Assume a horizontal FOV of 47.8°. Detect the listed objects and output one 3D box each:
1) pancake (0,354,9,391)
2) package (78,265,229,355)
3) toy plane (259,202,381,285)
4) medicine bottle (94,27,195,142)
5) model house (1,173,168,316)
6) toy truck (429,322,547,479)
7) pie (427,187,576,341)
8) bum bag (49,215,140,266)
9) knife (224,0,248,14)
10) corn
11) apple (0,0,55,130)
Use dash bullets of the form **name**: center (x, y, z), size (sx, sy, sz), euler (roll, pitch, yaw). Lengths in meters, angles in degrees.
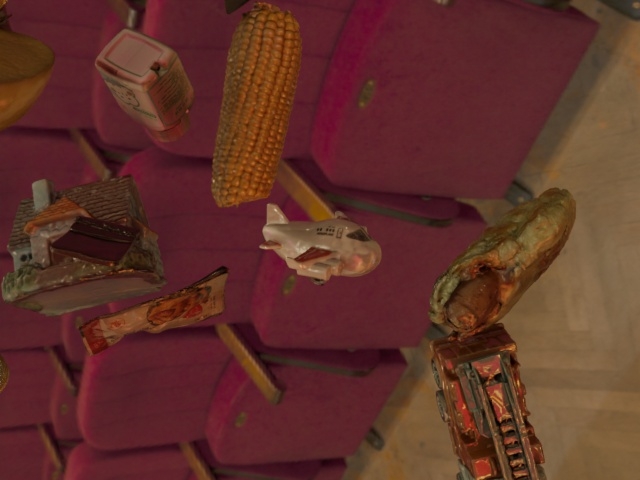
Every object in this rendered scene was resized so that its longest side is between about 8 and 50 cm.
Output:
- **pancake**: center (-0.534, 0.209, 1.116), size (0.017, 0.108, 0.108), euler (79, 165, -69)
- **package**: center (-0.259, 0.116, 1.148), size (0.154, 0.239, 0.030), euler (109, 140, -59)
- **toy plane**: center (0.000, 0.004, 1.431), size (0.252, 0.252, 0.118), euler (32, 127, 43)
- **medicine bottle**: center (-0.278, -0.247, 1.203), size (0.119, 0.094, 0.188), euler (28, 161, 19)
- **model house**: center (-0.588, -0.022, 1.804), size (0.297, 0.361, 0.338), euler (61, -164, -73)
- **toy truck**: center (0.270, 0.313, 1.088), size (0.184, 0.133, 0.338), euler (-111, 7, -83)
- **pie**: center (0.270, 0.032, 1.068), size (0.105, 0.257, 0.274), euler (43, 94, 11)
- **bum bag**: center (-0.352, -0.001, 1.139), size (0.159, 0.109, 0.026), euler (-96, 20, -73)
- **knife**: center (-0.075, -0.488, 1.296), size (0.245, 0.019, 0.072), euler (-31, 47, 19)
- **corn**: center (-0.119, -0.248, 1.362), size (0.144, 0.144, 0.386), euler (11, 94, 50)
- **apple**: center (-0.544, -0.277, 1.015), size (0.233, 0.258, 0.295), euler (-28, 92, 53)
